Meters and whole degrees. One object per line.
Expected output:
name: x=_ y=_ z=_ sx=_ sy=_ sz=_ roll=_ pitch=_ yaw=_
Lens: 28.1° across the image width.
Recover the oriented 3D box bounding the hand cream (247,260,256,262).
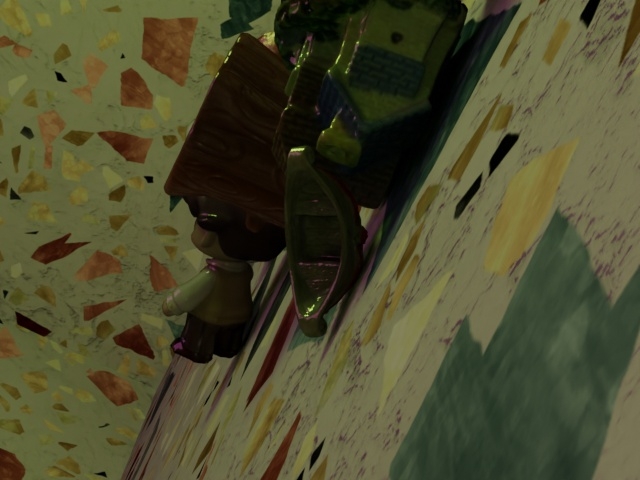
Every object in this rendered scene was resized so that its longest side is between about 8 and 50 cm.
hand cream: x=-0.099 y=-0.030 z=2.390 sx=0.133 sy=0.083 sz=0.248 roll=-61 pitch=-4 yaw=24

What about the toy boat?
toy boat: x=0.001 y=-0.001 z=1.240 sx=0.071 sy=0.089 sz=0.185 roll=-13 pitch=-80 yaw=-56

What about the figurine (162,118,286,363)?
figurine: x=-0.146 y=0.001 z=2.015 sx=0.206 sy=0.218 sz=0.365 roll=54 pitch=128 yaw=41

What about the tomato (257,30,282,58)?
tomato: x=-0.015 y=-0.181 z=1.752 sx=0.233 sy=0.200 sz=0.139 roll=104 pitch=164 yaw=-65

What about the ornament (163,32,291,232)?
ornament: x=-0.048 y=-0.124 z=1.594 sx=0.235 sy=0.217 sz=0.221 roll=-66 pitch=6 yaw=-20

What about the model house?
model house: x=0.026 y=-0.150 z=1.288 sx=0.214 sy=0.195 sz=0.189 roll=125 pitch=162 yaw=-69
